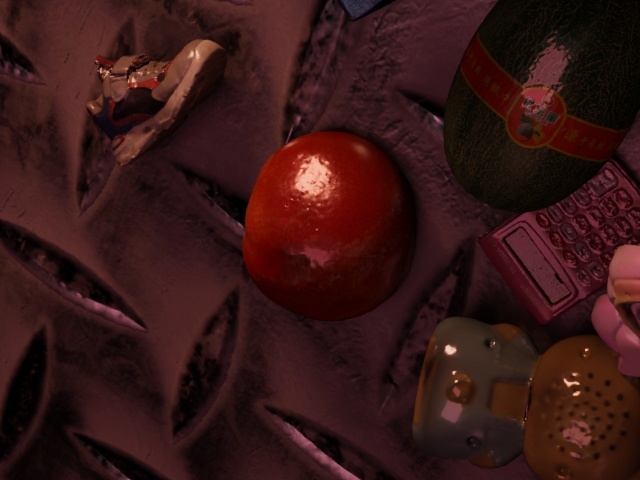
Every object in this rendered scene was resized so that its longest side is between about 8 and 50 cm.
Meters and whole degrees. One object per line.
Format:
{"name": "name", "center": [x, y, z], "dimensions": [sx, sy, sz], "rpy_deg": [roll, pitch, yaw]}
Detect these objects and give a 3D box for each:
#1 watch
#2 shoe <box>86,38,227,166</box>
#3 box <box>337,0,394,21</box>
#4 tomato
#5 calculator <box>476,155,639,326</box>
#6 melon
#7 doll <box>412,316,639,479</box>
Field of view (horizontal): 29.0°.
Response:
{"name": "watch", "center": [0.391, 0.014, 1.196], "dimensions": [0.210, 0.218, 0.248], "rpy_deg": [20, 157, 22]}
{"name": "shoe", "center": [-0.208, -0.191, 1.497], "dimensions": [0.125, 0.099, 0.227], "rpy_deg": [49, 129, -1]}
{"name": "box", "center": [0.155, -0.337, 1.133], "dimensions": [0.279, 0.261, 0.116], "rpy_deg": [-30, 96, 35]}
{"name": "tomato", "center": [0.000, 0.000, 1.438], "dimensions": [0.200, 0.139, 0.233], "rpy_deg": [16, 117, 16]}
{"name": "calculator", "center": [0.278, 0.001, 1.348], "dimensions": [0.190, 0.034, 0.127], "rpy_deg": [-35, 90, 29]}
{"name": "melon", "center": [0.228, -0.158, 1.219], "dimensions": [0.182, 0.182, 0.288], "rpy_deg": [32, 120, 14]}
{"name": "doll", "center": [0.241, 0.180, 1.358], "dimensions": [0.260, 0.161, 0.177], "rpy_deg": [11, 83, 18]}
